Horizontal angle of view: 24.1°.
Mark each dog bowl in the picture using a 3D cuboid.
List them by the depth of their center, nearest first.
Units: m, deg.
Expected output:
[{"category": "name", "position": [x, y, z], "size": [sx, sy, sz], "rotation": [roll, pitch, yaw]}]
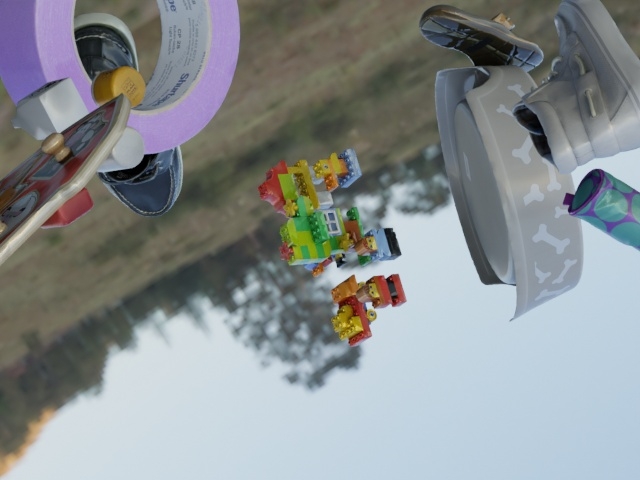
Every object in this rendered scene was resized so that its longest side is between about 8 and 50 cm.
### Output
[{"category": "dog bowl", "position": [0.248, -0.072, 1.973], "size": [0.102, 0.348, 0.349], "rotation": [-14, -173, -4]}]

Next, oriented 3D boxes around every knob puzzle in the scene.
[{"category": "knob puzzle", "position": [-0.220, -0.050, 1.143], "size": [0.213, 0.030, 0.213], "rotation": [-35, -160, 15]}]

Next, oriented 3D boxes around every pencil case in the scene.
[{"category": "pencil case", "position": [0.349, -0.019, 1.665], "size": [0.064, 0.152, 0.070], "rotation": [-64, -165, -18]}]

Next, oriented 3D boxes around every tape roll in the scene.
[{"category": "tape roll", "position": [-0.219, -0.232, 1.635], "size": [0.090, 0.274, 0.275], "rotation": [6, -145, 47]}]

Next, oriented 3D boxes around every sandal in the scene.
[{"category": "sandal", "position": [0.213, -0.272, 1.969], "size": [0.219, 0.060, 0.090], "rotation": [18, 152, -38]}]

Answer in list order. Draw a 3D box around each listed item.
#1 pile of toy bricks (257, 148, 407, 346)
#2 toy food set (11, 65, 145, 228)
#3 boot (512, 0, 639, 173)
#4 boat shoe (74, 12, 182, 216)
[{"category": "pile of toy bricks", "position": [0.000, 0.000, 1.555], "size": [0.105, 0.212, 0.118], "rotation": [-5, 159, -34]}, {"category": "toy food set", "position": [-0.260, -0.073, 1.355], "size": [0.105, 0.111, 0.232], "rotation": [-5, -152, 46]}, {"category": "boot", "position": [0.241, -0.157, 1.467], "size": [0.123, 0.095, 0.258], "rotation": [-23, -150, 5]}, {"category": "boat shoe", "position": [-0.253, -0.129, 1.923], "size": [0.127, 0.340, 0.113], "rotation": [-6, -132, 1]}]
